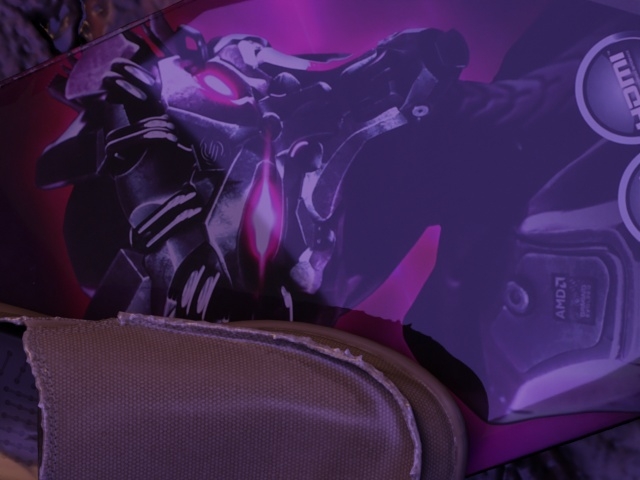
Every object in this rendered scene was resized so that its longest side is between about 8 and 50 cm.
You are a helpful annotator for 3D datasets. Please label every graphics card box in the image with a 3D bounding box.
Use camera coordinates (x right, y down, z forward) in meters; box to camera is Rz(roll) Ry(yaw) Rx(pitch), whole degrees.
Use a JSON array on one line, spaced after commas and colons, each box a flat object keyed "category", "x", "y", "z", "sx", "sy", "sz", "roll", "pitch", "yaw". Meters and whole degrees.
[{"category": "graphics card box", "x": 0.000, "y": 0.000, "z": 0.708, "sx": 0.371, "sy": 0.094, "sz": 0.233, "roll": -21, "pitch": 88, "yaw": 14}]

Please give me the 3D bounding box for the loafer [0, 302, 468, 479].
[{"category": "loafer", "x": -0.078, "y": 0.077, "z": 0.637, "sx": 0.268, "sy": 0.092, "sz": 0.102, "roll": 5, "pitch": 95, "yaw": 14}]
